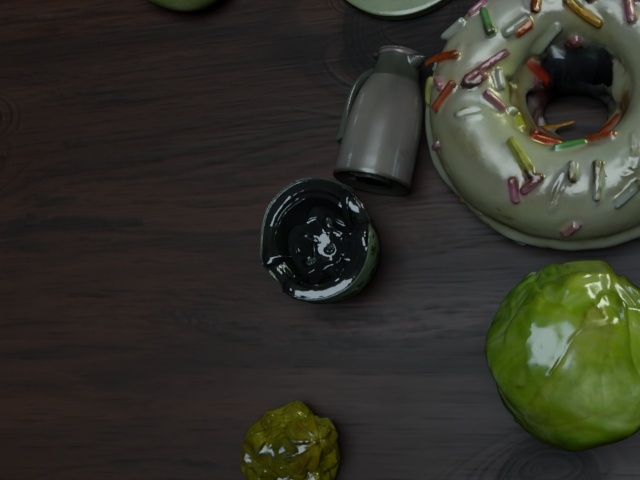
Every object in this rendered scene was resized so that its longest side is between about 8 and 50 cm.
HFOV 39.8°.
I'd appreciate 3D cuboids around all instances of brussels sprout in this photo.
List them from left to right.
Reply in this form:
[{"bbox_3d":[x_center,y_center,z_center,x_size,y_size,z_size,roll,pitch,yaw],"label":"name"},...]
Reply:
[{"bbox_3d":[0.296,0.132,1.020,0.223,0.161,0.223,-1,87,21],"label":"brussels sprout"}]

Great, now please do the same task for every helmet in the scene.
[{"bbox_3d":[0.011,0.010,1.174,0.153,0.107,0.177,-40,51,11],"label":"helmet"}]

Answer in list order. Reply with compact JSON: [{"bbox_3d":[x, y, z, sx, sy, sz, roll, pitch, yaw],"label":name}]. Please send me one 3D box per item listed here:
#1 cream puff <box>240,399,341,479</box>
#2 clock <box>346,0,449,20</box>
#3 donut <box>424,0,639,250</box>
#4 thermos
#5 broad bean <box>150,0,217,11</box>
[{"bbox_3d":[-0.044,0.278,1.136,0.146,0.116,0.146,-3,79,15],"label":"cream puff"},{"bbox_3d":[0.117,-0.427,1.261,0.235,0.029,0.235,-3,81,19],"label":"clock"},{"bbox_3d":[0.309,-0.177,1.086,0.383,0.142,0.382,-3,78,17],"label":"donut"},{"bbox_3d":[0.077,-0.167,1.192,0.137,0.105,0.193,1,75,51],"label":"thermos"},{"bbox_3d":[-0.229,-0.464,1.351,0.189,0.121,0.263,-42,85,2],"label":"broad bean"}]
